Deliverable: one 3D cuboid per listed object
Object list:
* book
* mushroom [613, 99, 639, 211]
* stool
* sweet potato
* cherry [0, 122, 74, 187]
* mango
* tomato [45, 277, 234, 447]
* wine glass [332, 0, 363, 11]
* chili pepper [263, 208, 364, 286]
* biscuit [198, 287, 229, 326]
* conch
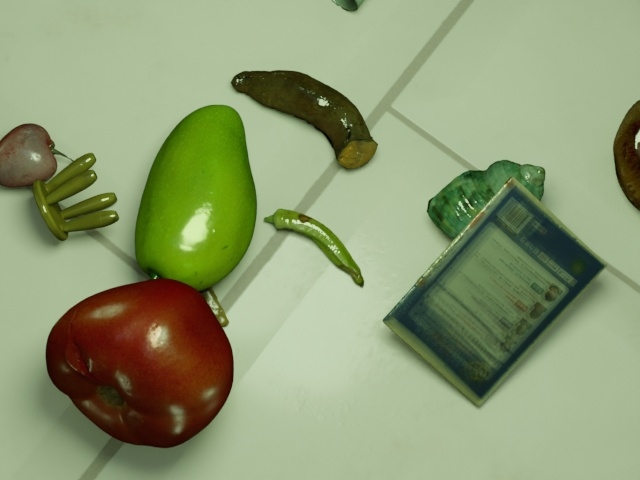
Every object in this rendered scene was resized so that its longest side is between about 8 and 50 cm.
[{"bbox_3d":[0.288,0.086,1.748,0.228,0.018,0.322,42,92,-9],"label":"book"},{"bbox_3d":[0.628,-0.145,1.827,0.253,0.153,0.253,1,84,-7],"label":"mushroom"},{"bbox_3d":[-0.407,-0.069,1.764,0.110,0.134,0.135,-25,73,0],"label":"stool"},{"bbox_3d":[-0.025,-0.229,1.847,0.285,0.085,0.112,30,80,5],"label":"sweet potato"},{"bbox_3d":[-0.501,-0.139,1.795,0.126,0.087,0.106,-42,71,-15],"label":"cherry"},{"bbox_3d":[-0.196,-0.076,1.762,0.192,0.156,0.343,14,71,-8],"label":"mango"},{"bbox_3d":[-0.269,0.181,1.646,0.298,0.299,0.226,26,47,4],"label":"tomato"},{"bbox_3d":[0.098,-0.531,1.923,0.103,0.103,0.231,36,81,6],"label":"wine glass"},{"bbox_3d":[0.001,-0.001,1.813,0.208,0.043,0.049,33,64,5],"label":"chili pepper"},{"bbox_3d":[-0.206,0.123,1.781,0.083,0.018,0.081,-25,79,-9],"label":"biscuit"},{"bbox_3d":[0.295,-0.061,1.797,0.188,0.122,0.176,-47,111,-1],"label":"conch"}]
